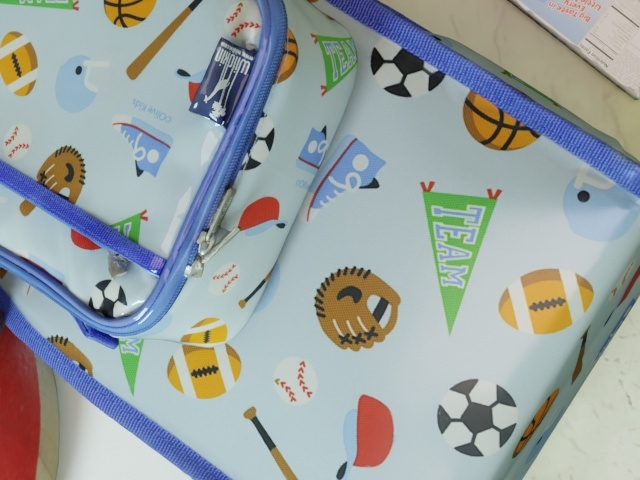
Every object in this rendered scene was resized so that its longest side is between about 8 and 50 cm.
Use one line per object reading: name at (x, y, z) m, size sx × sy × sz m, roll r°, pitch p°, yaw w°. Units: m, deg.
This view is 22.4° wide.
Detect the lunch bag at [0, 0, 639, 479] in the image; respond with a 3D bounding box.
lunch bag at (0.000, 0.000, 1.073) m, size 0.385 × 0.239 × 0.328 m, roll 32°, pitch 97°, yaw 16°

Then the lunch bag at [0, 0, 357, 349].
lunch bag at (-0.133, -0.075, 0.978) m, size 0.303 × 0.115 × 0.243 m, roll 30°, pitch 97°, yaw 34°

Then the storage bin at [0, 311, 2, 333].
storage bin at (-0.309, 0.066, 1.028) m, size 0.180 × 0.084 × 0.122 m, roll -44°, pitch 78°, yaw -6°

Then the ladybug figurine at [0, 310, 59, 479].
ladybug figurine at (-0.362, 0.195, 1.155) m, size 0.305 × 0.162 × 0.449 m, roll 26°, pitch 94°, yaw 4°

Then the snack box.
snack box at (0.178, -0.180, 1.161) m, size 0.178 × 0.022 × 0.064 m, roll 39°, pitch 96°, yaw 3°
